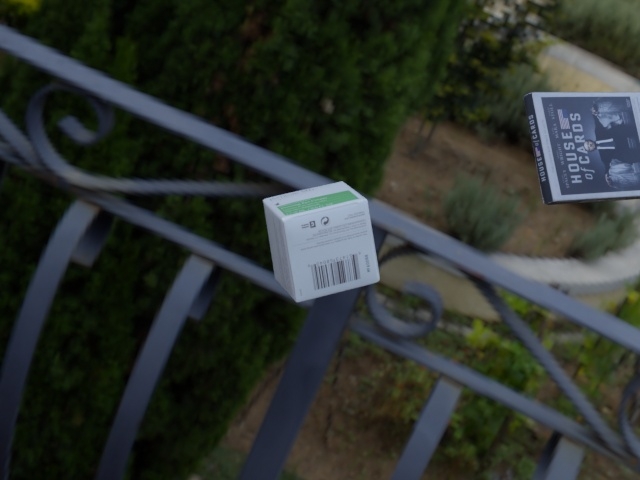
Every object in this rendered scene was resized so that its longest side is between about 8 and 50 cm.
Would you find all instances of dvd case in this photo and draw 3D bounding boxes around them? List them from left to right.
[{"bbox_3d":[0.439,-0.150,2.013,0.238,0.029,0.179,-4,79,-32],"label":"dvd case"}]

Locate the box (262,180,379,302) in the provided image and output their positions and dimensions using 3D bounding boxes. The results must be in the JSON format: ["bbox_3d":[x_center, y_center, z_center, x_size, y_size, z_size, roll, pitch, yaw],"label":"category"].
[{"bbox_3d":[0.000,0.000,1.392,0.101,0.102,0.087,-14,19,-14],"label":"box"}]
